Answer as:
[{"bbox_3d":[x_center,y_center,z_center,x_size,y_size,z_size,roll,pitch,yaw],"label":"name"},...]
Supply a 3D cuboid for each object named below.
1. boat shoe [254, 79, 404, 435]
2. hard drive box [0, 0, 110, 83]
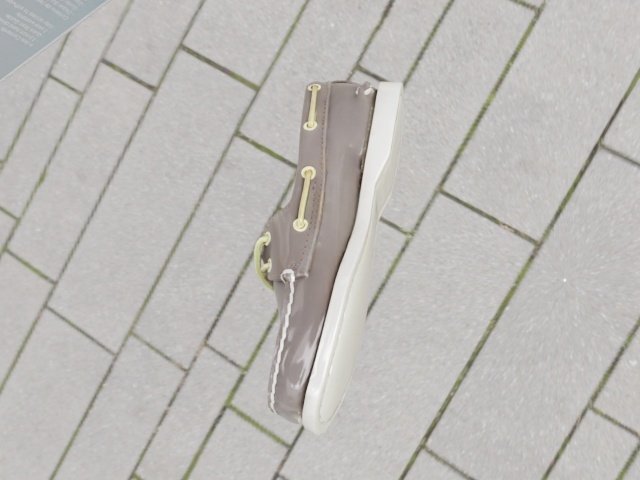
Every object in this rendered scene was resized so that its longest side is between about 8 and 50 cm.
[{"bbox_3d":[0.000,0.000,0.685,0.096,0.117,0.325,9,66,10],"label":"boat shoe"},{"bbox_3d":[-0.174,-0.207,0.422,0.232,0.089,0.181,-32,76,10],"label":"hard drive box"}]
